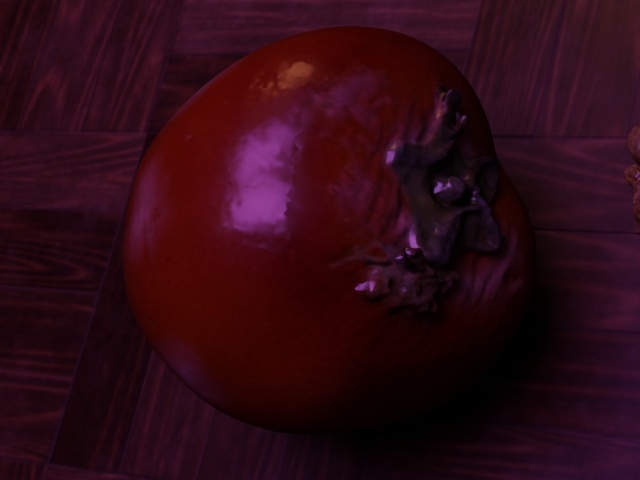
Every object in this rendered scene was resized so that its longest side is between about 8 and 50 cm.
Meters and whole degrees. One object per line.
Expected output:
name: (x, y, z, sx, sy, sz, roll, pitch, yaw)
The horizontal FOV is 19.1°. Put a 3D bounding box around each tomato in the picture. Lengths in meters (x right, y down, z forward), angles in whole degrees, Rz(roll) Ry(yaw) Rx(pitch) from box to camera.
tomato: (0.000, 0.000, 1.480, 0.322, 0.321, 0.321, -14, 61, 27)

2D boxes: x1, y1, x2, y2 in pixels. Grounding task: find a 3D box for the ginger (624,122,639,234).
ginger: (0.320, -0.020, 1.448, 0.176, 0.052, 0.193, -17, 67, 26)
